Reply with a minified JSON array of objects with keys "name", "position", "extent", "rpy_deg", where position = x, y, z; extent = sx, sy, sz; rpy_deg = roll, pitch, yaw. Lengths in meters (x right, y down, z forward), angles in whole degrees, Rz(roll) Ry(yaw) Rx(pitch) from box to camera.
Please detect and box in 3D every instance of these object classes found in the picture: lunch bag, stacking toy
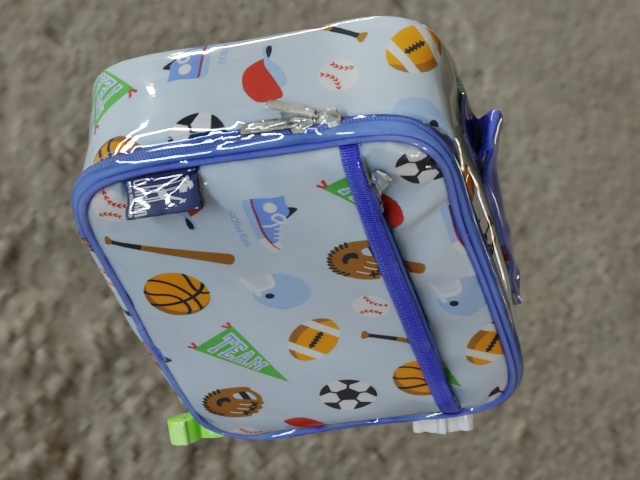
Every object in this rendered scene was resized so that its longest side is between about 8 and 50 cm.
[{"name":"lunch bag","position":[0.000,0.000,1.105],"extent":[0.303,0.243,0.115],"rpy_deg":[67,22,-50]},{"name":"stacking toy","position":[0.009,0.191,1.247],"extent":[0.052,0.221,0.167],"rpy_deg":[-59,144,-77]}]
